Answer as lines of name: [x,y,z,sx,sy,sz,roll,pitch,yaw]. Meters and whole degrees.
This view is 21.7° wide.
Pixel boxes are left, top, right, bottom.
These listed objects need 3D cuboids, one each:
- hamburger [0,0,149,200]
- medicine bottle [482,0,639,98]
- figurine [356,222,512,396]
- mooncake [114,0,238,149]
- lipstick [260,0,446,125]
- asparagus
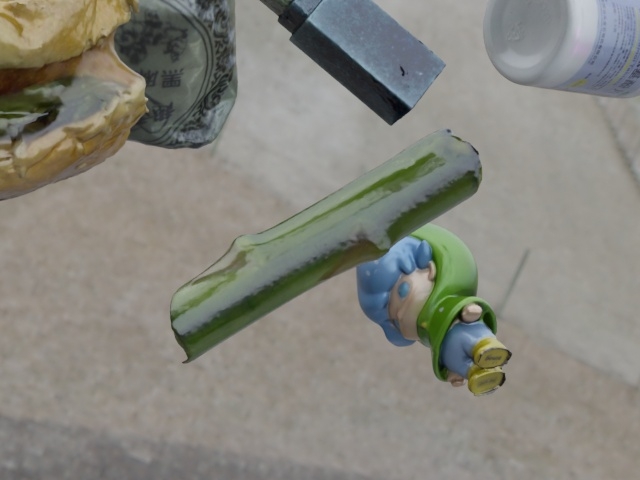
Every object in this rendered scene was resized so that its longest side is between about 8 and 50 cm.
hamburger: [-0.300,-0.096,1.108,0.330,0.162,0.209,6,17,29]
medicine bottle: [0.231,-0.172,1.396,0.186,0.103,0.103,3,26,-44]
figurine: [0.140,0.081,2.039,0.143,0.162,0.263,-18,43,-23]
mooncake: [-0.206,-0.213,1.674,0.254,0.250,0.136,2,39,-6]
lipstick: [-0.046,-0.207,1.221,0.312,0.051,0.051,40,-19,-6]
asparagus: [0.000,0.001,1.288,0.067,0.277,0.060,61,-11,4]
